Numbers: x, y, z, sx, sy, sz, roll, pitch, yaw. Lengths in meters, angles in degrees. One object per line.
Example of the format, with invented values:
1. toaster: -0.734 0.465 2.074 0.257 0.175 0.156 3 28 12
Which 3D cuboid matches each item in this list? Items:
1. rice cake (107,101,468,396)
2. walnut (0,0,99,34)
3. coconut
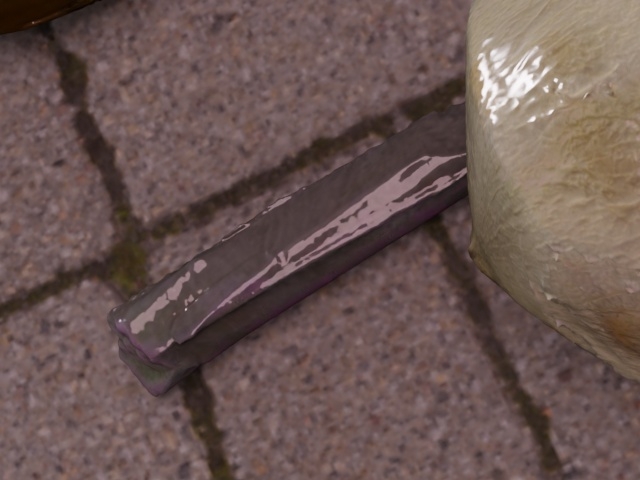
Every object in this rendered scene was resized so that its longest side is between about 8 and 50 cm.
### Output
1. rice cake: 0.000 0.000 0.989 0.270 0.049 0.055 -33 55 6
2. walnut: -0.199 -0.185 1.015 0.245 0.137 0.137 -7 82 11
3. coconut: 0.185 -0.045 0.861 0.247 0.245 0.245 -34 76 28
